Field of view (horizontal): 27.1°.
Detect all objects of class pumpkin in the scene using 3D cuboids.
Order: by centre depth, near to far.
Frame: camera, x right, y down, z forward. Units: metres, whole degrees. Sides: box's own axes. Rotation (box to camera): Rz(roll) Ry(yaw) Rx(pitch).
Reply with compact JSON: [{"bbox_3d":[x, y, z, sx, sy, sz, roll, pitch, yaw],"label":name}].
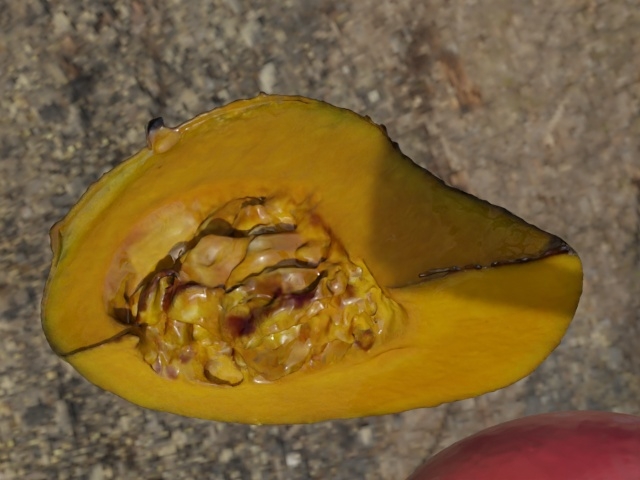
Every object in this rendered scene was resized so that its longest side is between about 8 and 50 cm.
[{"bbox_3d":[0.004,0.002,0.684,0.111,0.278,0.163,55,30,-45],"label":"pumpkin"}]

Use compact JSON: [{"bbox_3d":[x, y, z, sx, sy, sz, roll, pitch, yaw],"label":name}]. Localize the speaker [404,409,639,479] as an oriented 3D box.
[{"bbox_3d":[0.147,0.228,0.704,0.294,0.294,0.294,16,65,-39],"label":"speaker"}]
